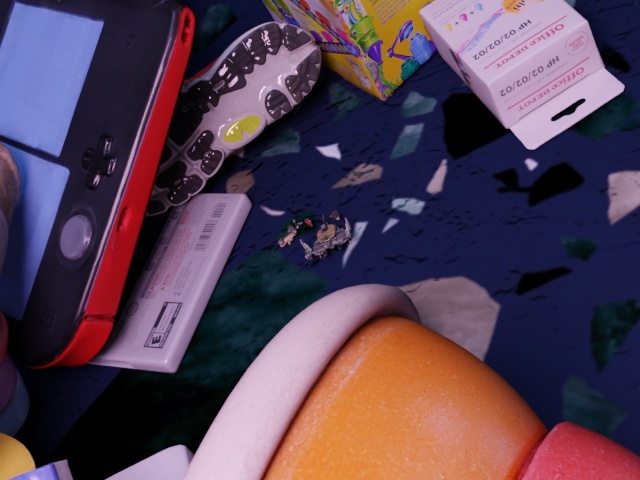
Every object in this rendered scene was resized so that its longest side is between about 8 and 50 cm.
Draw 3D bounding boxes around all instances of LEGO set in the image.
[{"bbox_3d":[0.001,-0.002,1.074,0.054,0.023,0.083,-44,31,-14],"label":"LEGO set"}]

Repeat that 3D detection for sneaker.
[{"bbox_3d":[-0.119,-0.112,1.189,0.279,0.107,0.118,-31,8,-1],"label":"sneaker"}]

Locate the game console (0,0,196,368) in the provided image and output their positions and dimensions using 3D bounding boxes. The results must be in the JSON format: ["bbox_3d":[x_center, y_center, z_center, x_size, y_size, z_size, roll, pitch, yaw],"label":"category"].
[{"bbox_3d":[-0.282,-0.083,1.150,0.386,0.060,0.342,21,97,45],"label":"game console"}]

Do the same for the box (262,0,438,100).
[{"bbox_3d":[0.061,-0.347,1.151,0.290,0.279,0.177,-42,44,-9],"label":"box"}]

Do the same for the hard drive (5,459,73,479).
[{"bbox_3d":[-0.205,0.323,0.746,0.210,0.040,0.319,-21,82,8],"label":"hard drive"}]

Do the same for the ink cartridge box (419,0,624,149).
[{"bbox_3d":[0.178,-0.172,1.083,0.104,0.061,0.181,-33,43,2],"label":"ink cartridge box"}]

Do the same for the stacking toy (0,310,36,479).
[{"bbox_3d":[-0.357,0.190,0.949,0.279,0.130,0.309,-11,35,-10],"label":"stacking toy"}]

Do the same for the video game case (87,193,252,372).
[{"bbox_3d":[-0.170,0.034,1.142,0.173,0.022,0.190,2,55,32],"label":"video game case"}]

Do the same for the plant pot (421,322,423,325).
[{"bbox_3d":[0.041,0.089,0.932,0.083,0.083,0.079,23,56,42],"label":"plant pot"}]

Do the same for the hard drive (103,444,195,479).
[{"bbox_3d":[-0.155,0.316,0.869,0.203,0.040,0.307,-27,43,7],"label":"hard drive"}]

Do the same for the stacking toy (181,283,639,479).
[{"bbox_3d":[0.164,0.247,0.614,0.480,0.350,0.351,17,61,18],"label":"stacking toy"}]

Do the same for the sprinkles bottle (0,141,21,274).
[{"bbox_3d":[-0.310,0.041,0.938,0.121,0.121,0.355,-24,33,11],"label":"sprinkles bottle"}]
